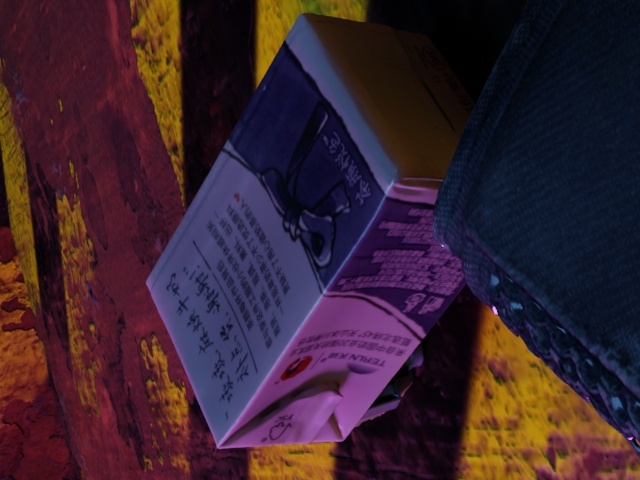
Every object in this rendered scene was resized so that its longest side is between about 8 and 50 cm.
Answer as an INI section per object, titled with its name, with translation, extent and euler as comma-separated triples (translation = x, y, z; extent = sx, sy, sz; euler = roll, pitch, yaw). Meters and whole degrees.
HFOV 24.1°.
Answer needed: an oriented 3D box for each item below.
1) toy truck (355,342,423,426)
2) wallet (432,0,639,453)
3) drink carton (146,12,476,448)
[toy truck]
translation = -0.004, 0.045, 1.036
extent = 0.116, 0.085, 0.191
euler = 106, 142, -60
[wallet]
translation = 0.168, -0.026, 0.428
extent = 0.237, 0.075, 0.342
euler = -64, 29, 13
[drink carton]
translation = 0.000, 0.001, 0.853
extent = 0.222, 0.102, 0.134
euler = -56, 49, 33
